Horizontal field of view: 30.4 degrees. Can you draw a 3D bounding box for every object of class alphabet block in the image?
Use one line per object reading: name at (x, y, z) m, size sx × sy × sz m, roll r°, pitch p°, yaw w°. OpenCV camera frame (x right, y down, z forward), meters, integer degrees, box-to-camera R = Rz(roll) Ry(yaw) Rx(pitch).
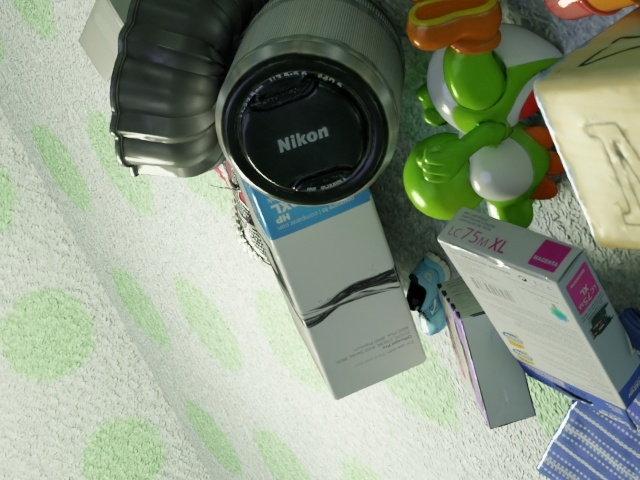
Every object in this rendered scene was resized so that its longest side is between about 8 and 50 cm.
alphabet block at (0.352, -0.113, 1.095) m, size 0.197 × 0.192 × 0.193 m, roll 7°, pitch 129°, yaw 60°

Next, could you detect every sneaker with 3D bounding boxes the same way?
sneaker at (0.159, 0.091, 1.839) m, size 0.063 × 0.073 × 0.162 m, roll 35°, pitch 148°, yaw 37°
sneaker at (-0.103, -0.076, 2.058) m, size 0.112 × 0.121 × 0.299 m, roll 3°, pitch 123°, yaw 58°

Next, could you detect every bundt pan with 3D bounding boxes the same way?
bundt pan at (-0.163, -0.233, 1.612) m, size 0.124 × 0.331 × 0.331 m, roll 15°, pitch 144°, yaw 11°

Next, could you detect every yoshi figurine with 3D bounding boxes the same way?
yoshi figurine at (0.156, -0.145, 1.401) m, size 0.203 × 0.203 × 0.362 m, roll 29°, pitch 150°, yaw 43°

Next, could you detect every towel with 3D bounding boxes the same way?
towel at (0.421, 0.266, 1.496) m, size 0.243 × 0.040 × 0.336 m, roll 39°, pitch 135°, yaw 24°

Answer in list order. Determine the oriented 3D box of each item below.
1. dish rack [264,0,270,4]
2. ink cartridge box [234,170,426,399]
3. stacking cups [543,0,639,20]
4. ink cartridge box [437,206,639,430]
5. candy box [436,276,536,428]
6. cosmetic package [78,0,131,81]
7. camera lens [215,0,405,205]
dish rack at (-0.071, -0.438, 1.610) m, size 0.208 × 0.074 × 0.271 m, roll 57°, pitch 154°, yaw -7°
ink cartridge box at (0.000, 0.000, 1.806) m, size 0.285 × 0.166 × 0.395 m, roll -121°, pitch 9°, yaw -61°
stacking cups at (0.328, -0.264, 1.093) m, size 0.096 × 0.096 × 0.316 m, roll 61°, pitch 160°, yaw -12°
ink cartridge box at (0.279, 0.096, 1.419) m, size 0.185 × 0.065 × 0.311 m, roll 24°, pitch 156°, yaw 46°
candy box at (0.230, 0.150, 1.659) m, size 0.196 × 0.070 × 0.165 m, roll -109°, pitch 2°, yaw -78°
cosmetic package at (-0.338, -0.385, 2.096) m, size 0.107 × 0.127 × 0.238 m, roll 57°, pitch 154°, yaw -4°
camera lens at (-0.006, -0.190, 1.480) m, size 0.219 × 0.274 × 0.219 m, roll 3°, pitch 123°, yaw 5°
